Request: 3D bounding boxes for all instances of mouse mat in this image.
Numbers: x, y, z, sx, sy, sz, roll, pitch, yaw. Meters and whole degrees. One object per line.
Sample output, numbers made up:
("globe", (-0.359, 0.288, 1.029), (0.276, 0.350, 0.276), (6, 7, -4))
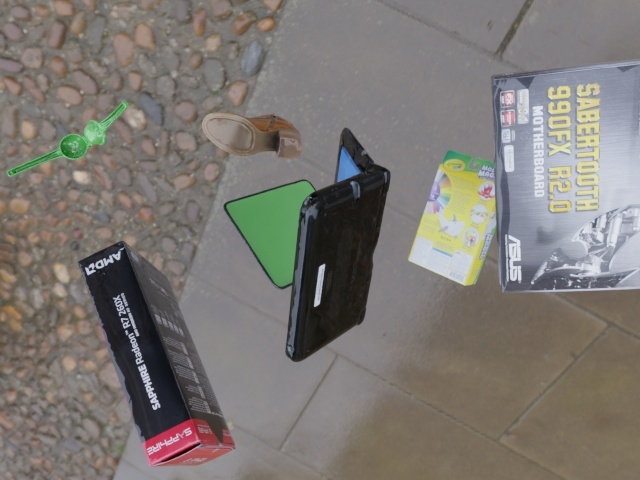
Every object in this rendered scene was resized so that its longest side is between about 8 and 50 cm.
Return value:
("mouse mat", (-0.041, -0.016, 0.922), (0.007, 0.190, 0.152), (-43, 76, 41))

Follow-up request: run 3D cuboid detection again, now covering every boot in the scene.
("boot", (-0.135, -0.217, 1.194), (0.197, 0.152, 0.072), (15, 114, -19))

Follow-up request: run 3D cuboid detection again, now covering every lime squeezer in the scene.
("lime squeezer", (-0.515, -0.221, 1.304), (0.311, 0.110, 0.058), (-25, 79, 13))

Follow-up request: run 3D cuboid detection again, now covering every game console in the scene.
("game console", (0.000, 0.000, 0.411), (0.071, 0.107, 0.122), (29, 128, 33))

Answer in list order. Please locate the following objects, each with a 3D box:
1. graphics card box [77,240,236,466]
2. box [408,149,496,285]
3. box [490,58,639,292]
("graphics card box", (-0.279, 0.204, 1.065), (0.094, 0.232, 0.370), (-26, 70, -3))
("box", (0.206, -0.036, 0.903), (0.105, 0.043, 0.179), (26, 107, 34))
("box", (0.273, -0.063, 0.629), (0.183, 0.056, 0.230), (-2, 109, 14))
